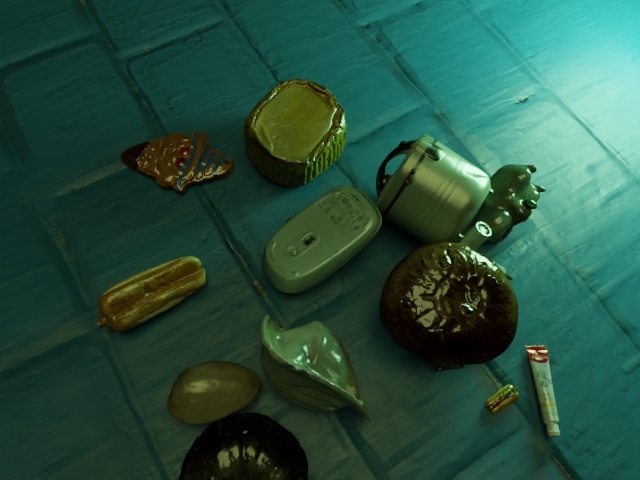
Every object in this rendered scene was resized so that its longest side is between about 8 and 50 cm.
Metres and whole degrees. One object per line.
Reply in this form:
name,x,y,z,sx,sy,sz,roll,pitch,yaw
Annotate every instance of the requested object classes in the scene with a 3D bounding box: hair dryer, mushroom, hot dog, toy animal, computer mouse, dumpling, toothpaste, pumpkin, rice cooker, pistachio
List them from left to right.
hot dog,-0.367,0.113,1.112,0.249,0.076,0.102,-29,99,-23
pistachio,-0.210,0.296,1.023,0.186,0.108,0.126,-13,44,-17
pumpkin,-0.139,0.432,0.934,0.238,0.159,0.237,4,75,-15
dumpling,-0.007,0.245,0.998,0.244,0.227,0.175,10,81,-4
computer mouse,0.001,0.003,1.165,0.288,0.097,0.159,-37,62,-5
rice cooker,0.244,-0.113,1.179,0.244,0.226,0.226,31,67,3
mushroom,0.268,0.141,1.065,0.297,0.163,0.278,2,88,-9
hair dryer,0.387,0.042,1.173,0.183,0.155,0.044,18,48,-12
toy animal,0.426,-0.064,1.240,0.125,0.127,0.251,40,81,-4
hot dog,0.388,0.336,1.093,0.083,0.021,0.037,-32,73,-15
toothpaste,0.480,0.318,1.104,0.048,0.031,0.190,0,63,0

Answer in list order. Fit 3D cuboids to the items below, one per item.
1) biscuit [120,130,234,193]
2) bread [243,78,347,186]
biscuit,-0.356,-0.202,1.284,0.280,0.043,0.183,8,62,-3
bread,-0.062,-0.266,1.274,0.227,0.142,0.253,36,66,13
